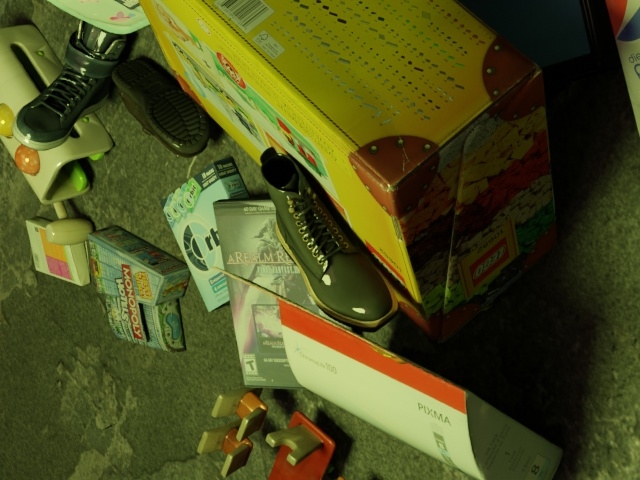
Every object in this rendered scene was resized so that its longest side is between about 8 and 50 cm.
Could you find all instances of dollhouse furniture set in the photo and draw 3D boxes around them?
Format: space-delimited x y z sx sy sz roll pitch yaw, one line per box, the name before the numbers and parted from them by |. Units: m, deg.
dollhouse furniture set | -0.046 0.364 2.016 0.262 0.135 0.259 40 125 28

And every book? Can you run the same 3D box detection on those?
book | -0.452 0.019 2.399 0.144 0.035 0.096 15 119 45

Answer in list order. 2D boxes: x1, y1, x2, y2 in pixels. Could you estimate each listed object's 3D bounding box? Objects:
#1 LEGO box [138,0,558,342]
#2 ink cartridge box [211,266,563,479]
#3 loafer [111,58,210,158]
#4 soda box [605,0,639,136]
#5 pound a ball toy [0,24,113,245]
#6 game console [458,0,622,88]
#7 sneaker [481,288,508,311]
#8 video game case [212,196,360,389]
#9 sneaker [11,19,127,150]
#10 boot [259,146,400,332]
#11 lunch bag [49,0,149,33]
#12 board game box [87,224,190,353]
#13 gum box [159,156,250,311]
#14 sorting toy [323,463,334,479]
LEGO box | 0.014 -0.175 1.536 0.500 0.193 0.372 45 170 26
ink cartridge box | 0.067 0.174 1.632 0.308 0.385 0.091 23 84 42
loafer | -0.225 -0.184 2.037 0.220 0.080 0.078 48 158 38
soda box | 0.336 -0.247 1.348 0.091 0.098 0.286 -9 99 50
pound a ball toy | -0.473 -0.160 2.265 0.319 0.136 0.208 56 137 18
game console | 0.164 -0.274 1.469 0.293 0.173 0.250 -12 91 50
sneaker | 0.200 0.066 1.686 0.083 0.031 0.035 -15 107 54
video game case | -0.043 0.074 1.924 0.196 0.026 0.274 -1 105 32
sneaker | -0.368 -0.240 2.060 0.086 0.226 0.163 32 128 2
boot | 0.000 0.000 1.483 0.198 0.077 0.137 42 163 36
lunch bag | -0.206 -0.364 1.784 0.223 0.262 0.160 -10 97 49
board game box | -0.277 0.084 2.205 0.194 0.060 0.194 9 112 47
gum box | -0.146 -0.007 2.034 0.157 0.041 0.184 -31 82 49
sorting toy | -0.010 0.334 2.040 0.062 0.012 0.083 58 139 15
